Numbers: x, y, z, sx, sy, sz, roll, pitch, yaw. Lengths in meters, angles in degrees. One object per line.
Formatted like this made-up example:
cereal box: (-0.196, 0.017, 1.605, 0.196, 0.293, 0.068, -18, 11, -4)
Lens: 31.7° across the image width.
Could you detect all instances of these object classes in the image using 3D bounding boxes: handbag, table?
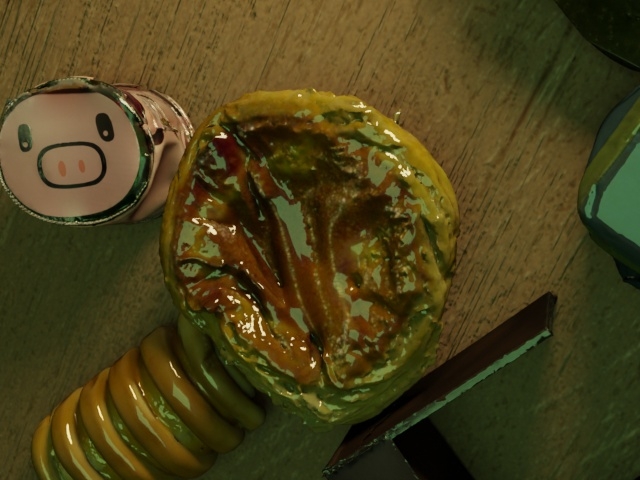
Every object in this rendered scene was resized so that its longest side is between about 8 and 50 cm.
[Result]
handbag: (-0.255, -0.099, 1.297, 0.205, 0.116, 0.179, -5, 98, 17)
handbag: (0.381, -0.045, 1.067, 0.263, 0.241, 0.222, 32, 107, 6)
table: (0.199, 0.243, 1.200, 0.282, 0.196, 0.251, -37, 88, 16)

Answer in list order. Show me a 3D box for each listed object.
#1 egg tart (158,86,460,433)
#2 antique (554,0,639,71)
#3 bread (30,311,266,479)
egg tart: (0.000, 0.000, 1.226, 0.351, 0.153, 0.340, 34, 106, 8)
antique: (0.276, -0.265, 1.117, 0.221, 0.081, 0.080, 50, 139, -8)
bread: (-0.218, 0.229, 1.346, 0.311, 0.121, 0.173, -38, 90, 20)
